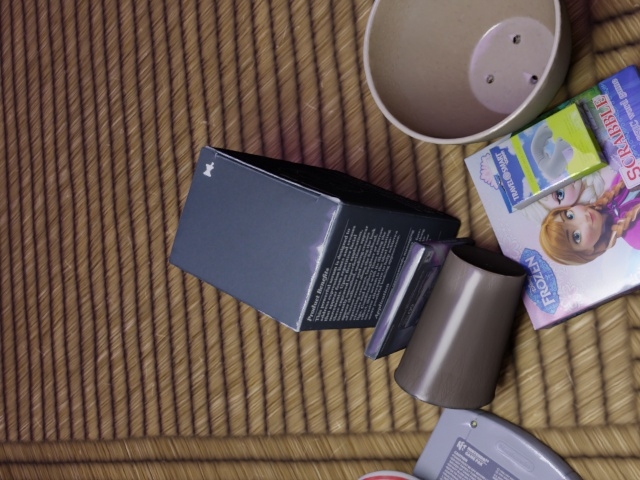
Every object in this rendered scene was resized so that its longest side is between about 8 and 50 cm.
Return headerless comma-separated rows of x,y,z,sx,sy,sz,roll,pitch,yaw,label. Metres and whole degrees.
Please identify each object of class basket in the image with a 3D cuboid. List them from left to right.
0.235,0.134,1.482,0.154,0.204,0.227,30,113,38,basket

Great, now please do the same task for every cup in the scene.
0.271,-0.305,1.485,0.331,0.237,0.331,-2,86,36,cup

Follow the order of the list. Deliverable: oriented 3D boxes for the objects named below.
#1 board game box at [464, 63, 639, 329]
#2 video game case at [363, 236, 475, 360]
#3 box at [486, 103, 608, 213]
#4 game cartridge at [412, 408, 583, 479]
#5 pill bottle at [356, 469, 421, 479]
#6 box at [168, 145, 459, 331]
0.428,-0.062,1.463,0.318,0.066,0.319,-30,70,30,board game box
0.169,0.089,1.509,0.026,0.274,0.196,28,103,23,video game case
0.350,-0.127,1.456,0.178,0.042,0.109,-29,70,30,box
0.304,0.410,1.530,0.294,0.060,0.196,33,109,32,game cartridge
0.102,0.528,1.465,0.161,0.161,0.283,-29,27,31,pill bottle
0.000,0.000,1.561,0.293,0.395,0.212,25,101,34,box
